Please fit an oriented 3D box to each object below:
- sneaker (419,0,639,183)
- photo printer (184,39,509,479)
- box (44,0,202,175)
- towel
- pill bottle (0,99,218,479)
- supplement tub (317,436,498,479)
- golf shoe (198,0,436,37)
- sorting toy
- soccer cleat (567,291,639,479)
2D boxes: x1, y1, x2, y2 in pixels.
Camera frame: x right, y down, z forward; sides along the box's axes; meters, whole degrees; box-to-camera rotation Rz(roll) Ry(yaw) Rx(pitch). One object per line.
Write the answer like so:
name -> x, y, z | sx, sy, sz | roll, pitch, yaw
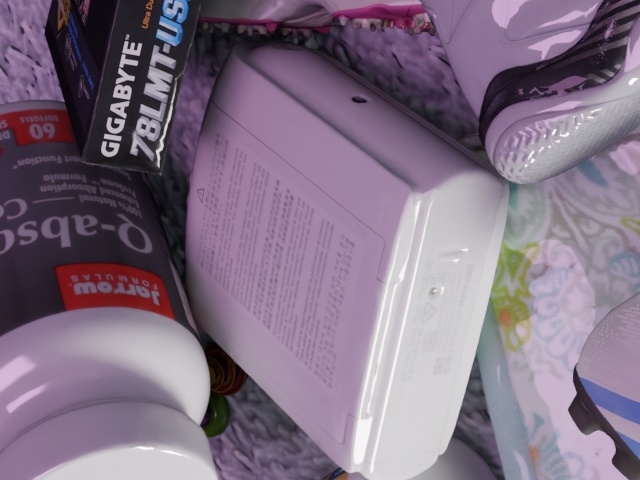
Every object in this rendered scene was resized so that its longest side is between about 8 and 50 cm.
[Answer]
sneaker -> 0.211, -0.220, 1.080 | 0.366, 0.137, 0.210 | -39, 75, 11
photo printer -> 0.000, 0.000, 1.286 | 0.307, 0.107, 0.256 | 39, 126, 47
box -> -0.141, -0.242, 1.301 | 0.295, 0.073, 0.293 | -117, 38, -60
towel -> 0.262, 0.075, 1.178 | 0.320, 0.090, 0.374 | -14, 92, 37
pill bottle -> -0.206, 0.076, 1.347 | 0.210, 0.210, 0.363 | -52, 42, 30
supplement tub -> 0.041, 0.248, 1.332 | 0.199, 0.144, 0.144 | -35, 79, 34
golf shoe -> 0.032, -0.222, 1.265 | 0.306, 0.115, 0.140 | 4, 94, 30
sorting toy -> -0.105, 0.130, 1.472 | 0.061, 0.042, 0.102 | 39, 119, 22
soccer cleat -> 0.301, 0.155, 1.051 | 0.331, 0.116, 0.143 | 45, 120, 17
